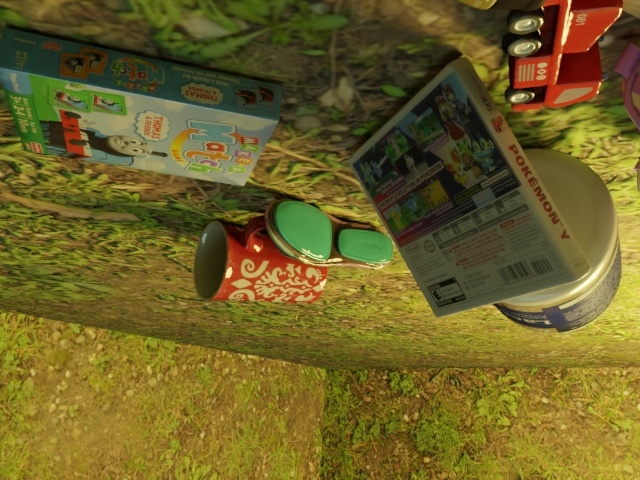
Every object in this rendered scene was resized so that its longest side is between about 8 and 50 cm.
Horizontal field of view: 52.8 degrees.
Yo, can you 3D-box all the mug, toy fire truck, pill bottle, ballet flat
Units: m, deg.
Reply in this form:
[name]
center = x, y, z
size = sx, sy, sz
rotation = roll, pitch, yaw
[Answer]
[mug]
center = -0.073, 0.037, 0.916
size = 0.169, 0.113, 0.150
rotation = 10, 165, -33
[toy fire truck]
center = 0.174, -0.139, 0.366
size = 0.135, 0.047, 0.192
rotation = -2, 164, 15
[pill bottle]
center = 0.243, 0.018, 0.698
size = 0.153, 0.153, 0.264
rotation = -4, 162, 26
[ballet flat]
center = 0.000, 0.000, 0.842
size = 0.221, 0.077, 0.079
rotation = 12, 166, -41

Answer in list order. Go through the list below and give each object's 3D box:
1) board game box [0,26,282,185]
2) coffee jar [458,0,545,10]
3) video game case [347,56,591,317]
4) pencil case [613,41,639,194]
[board game box]
center = -0.155, -0.106, 0.566
size = 0.211, 0.039, 0.160
rotation = 7, 163, -15
[coffee jar]
center = 0.029, -0.155, 0.283
size = 0.184, 0.079, 0.096
rotation = 4, 164, -2
[video game case]
center = 0.112, -0.030, 0.555
size = 0.023, 0.184, 0.201
rotation = -28, 177, -24
[pencil case]
center = 0.275, -0.078, 0.488
size = 0.088, 0.086, 0.206
rotation = 24, 176, 34
